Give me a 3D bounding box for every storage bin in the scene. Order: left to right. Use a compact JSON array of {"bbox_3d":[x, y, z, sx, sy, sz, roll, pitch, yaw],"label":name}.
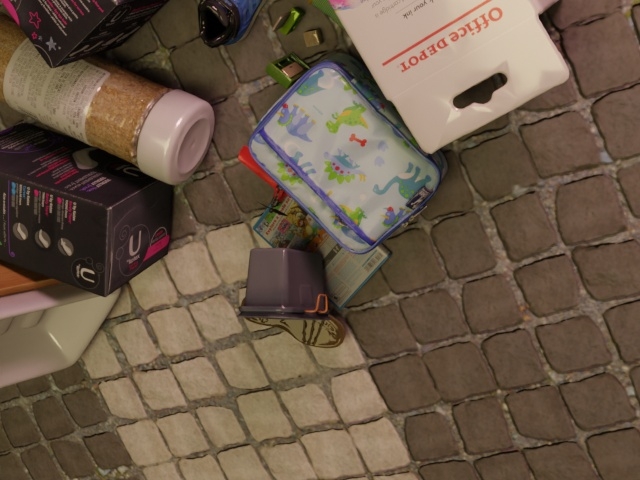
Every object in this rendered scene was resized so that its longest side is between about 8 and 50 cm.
[{"bbox_3d":[-0.040,0.058,1.395,0.098,0.135,0.091,-1,85,28],"label":"storage bin"}]

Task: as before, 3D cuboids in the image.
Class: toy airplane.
[{"bbox_3d":[-0.034,-0.097,1.389,0.151,0.028,0.151,5,107,16],"label":"toy airplane"}]

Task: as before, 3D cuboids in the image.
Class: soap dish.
[{"bbox_3d":[-0.458,0.113,1.574,0.118,0.291,0.229,52,127,21],"label":"soap dish"}]

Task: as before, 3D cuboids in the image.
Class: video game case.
[{"bbox_3d":[0.000,0.000,1.440,0.166,0.015,0.119,43,124,4],"label":"video game case"}]

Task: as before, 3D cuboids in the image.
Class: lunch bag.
[{"bbox_3d":[0.033,-0.102,1.313,0.176,0.090,0.219,-41,96,25],"label":"lunch bag"}]

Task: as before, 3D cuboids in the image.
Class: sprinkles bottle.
[{"bbox_3d":[-0.321,-0.196,1.449,0.355,0.121,0.121,25,121,15],"label":"sprinkles bottle"}]

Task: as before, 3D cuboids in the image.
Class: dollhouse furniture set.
[{"bbox_3d":[-0.010,-0.261,1.301,0.076,0.058,0.152,41,124,5],"label":"dollhouse furniture set"}]

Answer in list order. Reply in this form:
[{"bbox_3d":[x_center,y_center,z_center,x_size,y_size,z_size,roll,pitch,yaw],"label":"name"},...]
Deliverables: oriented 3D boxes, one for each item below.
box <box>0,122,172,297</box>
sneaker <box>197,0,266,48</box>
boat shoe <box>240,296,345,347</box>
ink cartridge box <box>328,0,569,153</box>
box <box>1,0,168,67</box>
[{"bbox_3d":[-0.365,-0.048,1.511,0.270,0.165,0.143,18,118,19],"label":"box"},{"bbox_3d":[-0.103,-0.303,1.313,0.058,0.084,0.152,36,123,8],"label":"sneaker"},{"bbox_3d":[-0.035,0.107,1.494,0.153,0.048,0.056,14,103,13],"label":"boat shoe"},{"bbox_3d":[0.121,-0.299,1.181,0.207,0.119,0.353,-27,98,32],"label":"ink cartridge box"},{"bbox_3d":[-0.324,-0.369,1.348,0.142,0.163,0.247,-33,94,31],"label":"box"}]
